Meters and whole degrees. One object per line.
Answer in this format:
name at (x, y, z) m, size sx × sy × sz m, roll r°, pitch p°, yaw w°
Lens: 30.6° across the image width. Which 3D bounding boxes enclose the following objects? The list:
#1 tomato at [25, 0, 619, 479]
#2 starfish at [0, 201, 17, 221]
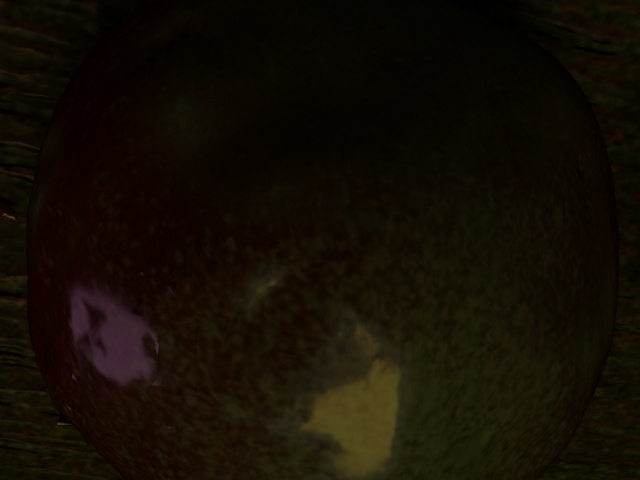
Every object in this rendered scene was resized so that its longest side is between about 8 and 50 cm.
tomato at (0.000, 0.000, 0.578) m, size 0.303 × 0.303 × 0.239 m, roll 4°, pitch 123°, yaw -9°
starfish at (-0.258, -0.006, 0.698) m, size 0.130 × 0.041 × 0.133 m, roll -18°, pitch 137°, yaw 17°
